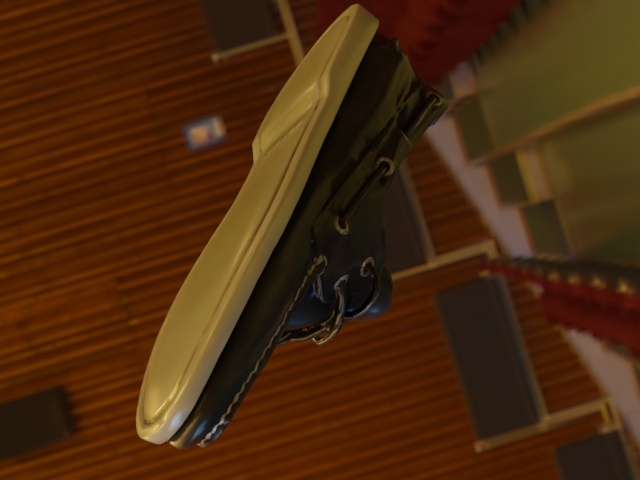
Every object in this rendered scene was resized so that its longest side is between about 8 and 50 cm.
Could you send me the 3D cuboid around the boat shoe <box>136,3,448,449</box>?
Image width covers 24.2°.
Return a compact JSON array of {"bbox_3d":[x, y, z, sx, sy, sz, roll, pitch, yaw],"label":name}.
[{"bbox_3d":[-0.002,0.001,0.909,0.113,0.127,0.340,35,-134,-14],"label":"boat shoe"}]
